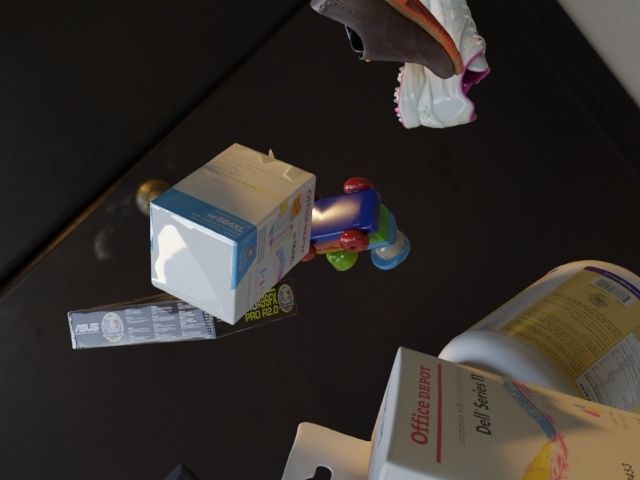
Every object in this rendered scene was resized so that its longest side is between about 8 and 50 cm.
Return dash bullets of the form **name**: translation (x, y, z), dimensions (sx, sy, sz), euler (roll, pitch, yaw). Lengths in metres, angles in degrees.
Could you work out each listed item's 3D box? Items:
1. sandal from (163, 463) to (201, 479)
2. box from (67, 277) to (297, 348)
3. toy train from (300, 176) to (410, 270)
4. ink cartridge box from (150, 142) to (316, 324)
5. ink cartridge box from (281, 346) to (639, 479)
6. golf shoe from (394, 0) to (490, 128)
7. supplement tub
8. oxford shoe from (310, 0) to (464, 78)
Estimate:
- **sandal**: translation (-0.134, 0.244, 0.625), dimensions (0.097, 0.054, 0.254), euler (-46, -7, -37)
- **box**: translation (-0.203, 0.109, 1.210), dimensions (0.270, 0.060, 0.216), euler (-8, -1, 31)
- **toy train**: translation (0.000, 0.000, 1.199), dimensions (0.248, 0.143, 0.105), euler (-11, 59, 31)
- **ink cartridge box**: translation (-0.070, -0.014, 0.712), dimensions (0.143, 0.090, 0.092), euler (-44, -30, -45)
- **ink cartridge box**: translation (0.147, 0.209, 0.694), dimensions (0.207, 0.354, 0.119), euler (-67, -9, -70)
- **golf shoe**: translation (0.214, -0.321, 1.296), dimensions (0.115, 0.140, 0.306), euler (25, -103, -69)
- **supplement tub**: translation (0.303, 0.194, 1.082), dimensions (0.331, 0.241, 0.241), euler (-28, 3, -32)
- **oxford shoe**: translation (0.087, -0.263, 1.001), dimensions (0.098, 0.271, 0.097), euler (-43, 51, 17)
